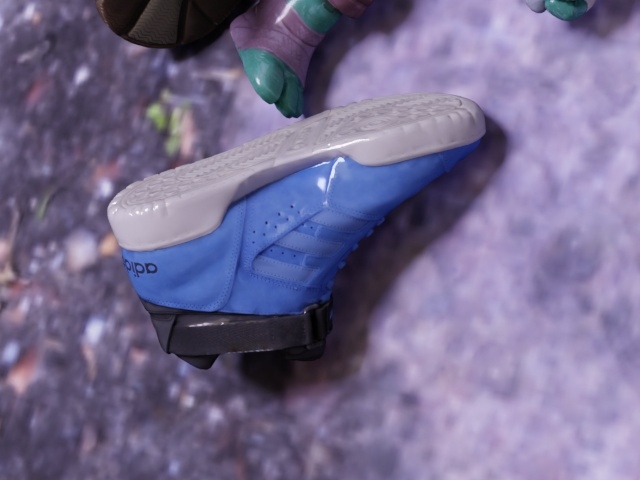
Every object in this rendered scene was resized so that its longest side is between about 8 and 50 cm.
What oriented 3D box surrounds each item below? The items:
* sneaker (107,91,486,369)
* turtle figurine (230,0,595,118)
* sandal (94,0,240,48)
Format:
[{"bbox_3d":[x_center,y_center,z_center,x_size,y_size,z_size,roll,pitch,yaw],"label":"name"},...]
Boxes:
[{"bbox_3d":[0.000,0.000,0.596,0.152,0.085,0.058,-21,21,-12],"label":"sneaker"},{"bbox_3d":[0.045,-0.158,0.585,0.234,0.118,0.175,-35,105,15],"label":"turtle figurine"},{"bbox_3d":[-0.025,-0.181,0.650,0.219,0.090,0.060,-53,40,11],"label":"sandal"}]
